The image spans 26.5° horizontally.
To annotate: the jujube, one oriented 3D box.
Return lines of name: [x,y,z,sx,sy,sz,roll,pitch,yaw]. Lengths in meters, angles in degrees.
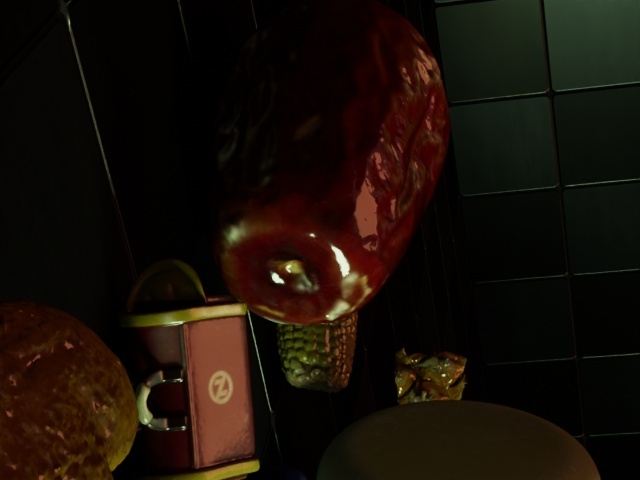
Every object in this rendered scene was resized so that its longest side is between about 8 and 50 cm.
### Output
jujube: [0.004,-0.072,1.165,0.318,0.223,0.223,-76,158,-49]

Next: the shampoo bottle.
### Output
shampoo bottle: [0.127,0.333,1.278,0.322,0.322,0.318,-58,148,-72]

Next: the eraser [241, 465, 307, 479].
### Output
eraser: [-0.063,0.291,0.913,0.332,0.101,0.155,-73,154,-65]

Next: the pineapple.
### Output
pineapple: [0.169,0.279,2.119,0.186,0.114,0.237,-51,144,-75]

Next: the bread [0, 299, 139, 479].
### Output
bread: [-0.158,0.136,0.553,0.124,0.084,0.344,57,21,-18]

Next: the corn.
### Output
corn: [0.000,0.000,1.383,0.097,0.097,0.320,63,26,-62]

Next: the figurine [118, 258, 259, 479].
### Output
figurine: [-0.103,0.090,0.903,0.098,0.082,0.154,-8,93,-59]
